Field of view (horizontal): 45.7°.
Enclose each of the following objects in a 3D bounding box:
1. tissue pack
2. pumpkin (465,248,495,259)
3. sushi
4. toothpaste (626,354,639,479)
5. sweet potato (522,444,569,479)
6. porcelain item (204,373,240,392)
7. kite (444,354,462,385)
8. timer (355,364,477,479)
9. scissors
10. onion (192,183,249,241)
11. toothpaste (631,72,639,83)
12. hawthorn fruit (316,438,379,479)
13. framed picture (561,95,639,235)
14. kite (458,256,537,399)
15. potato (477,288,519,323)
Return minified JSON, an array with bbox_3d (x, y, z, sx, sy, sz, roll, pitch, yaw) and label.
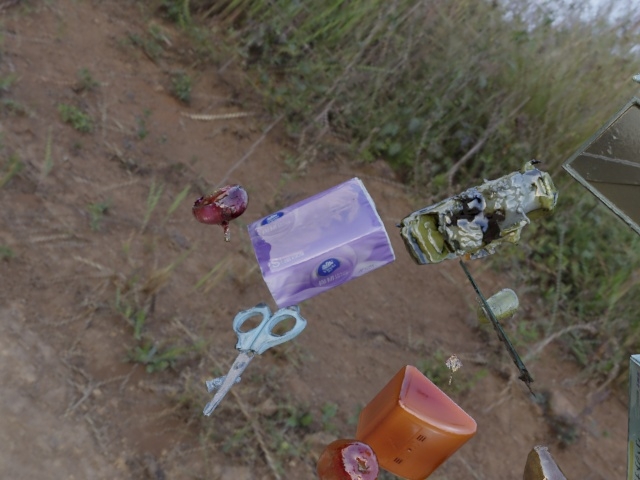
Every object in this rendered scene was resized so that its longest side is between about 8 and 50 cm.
[{"bbox_3d":[0.000,0.000,1.975,0.242,0.339,0.160,-115,-179,-46],"label":"tissue pack"},{"bbox_3d":[0.422,0.009,2.021,0.054,0.083,0.074,-156,-126,-76],"label":"pumpkin"},{"bbox_3d":[0.291,-0.033,1.368,0.131,0.291,0.139,143,-77,-86],"label":"sushi"},{"bbox_3d":[0.466,0.306,1.020,0.071,0.089,0.312,-108,-166,-76],"label":"toothpaste"},{"bbox_3d":[0.287,0.374,0.872,0.097,0.098,0.291,-120,-156,-83],"label":"sweet potato"},{"bbox_3d":[-0.225,0.327,1.751,0.036,0.083,0.028,154,-79,-70],"label":"porcelain item"},{"bbox_3d":[0.343,0.339,2.004,0.044,0.078,0.002,31,-2,6],"label":"kite"},{"bbox_3d":[0.253,0.517,2.048,0.250,0.257,0.161,34,30,-5],"label":"timer"},{"bbox_3d":[-0.172,0.263,1.729,0.191,0.360,0.029,4,-53,28],"label":"scissors"},{"bbox_3d":[-0.242,-0.064,1.920,0.150,0.150,0.140,-127,-163,-74],"label":"onion"},{"bbox_3d":[0.943,-0.456,2.107,0.031,0.204,0.049,-39,-116,63],"label":"toothpaste"},{"bbox_3d":[0.061,0.485,1.608,0.133,0.133,0.138,47,-35,8],"label":"hawthorn fruit"},{"bbox_3d":[0.577,-0.115,1.328,0.250,0.184,0.016,49,9,28],"label":"framed picture"},{"bbox_3d":[0.383,0.207,1.602,0.406,0.014,0.368,59,6,-19],"label":"kite"},{"bbox_3d":[0.584,0.218,2.499,0.085,0.188,0.105,21,-57,46],"label":"potato"}]
